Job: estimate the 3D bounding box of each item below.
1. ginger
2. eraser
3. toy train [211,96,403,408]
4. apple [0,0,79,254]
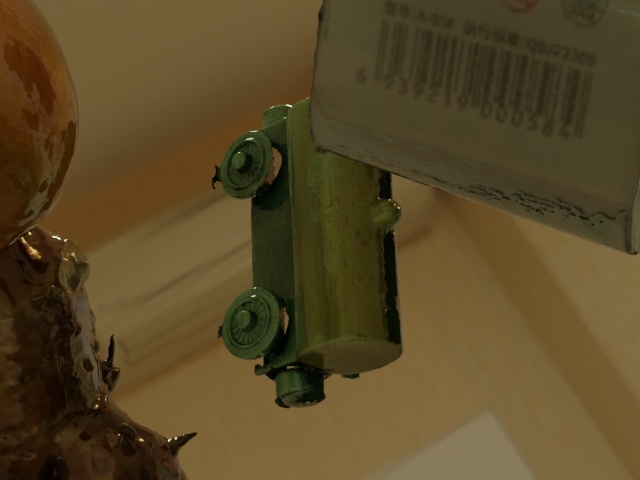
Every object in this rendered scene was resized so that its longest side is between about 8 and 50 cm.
[{"bbox_3d":[-0.253,0.161,1.710,0.254,0.418,0.176,-7,14,-3],"label":"ginger"},{"bbox_3d":[0.111,-0.104,1.067,0.081,0.227,0.174,-27,-49,-54],"label":"eraser"},{"bbox_3d":[0.006,0.002,1.624,0.189,0.308,0.126,-16,-28,27],"label":"toy train"},{"bbox_3d":[-0.303,-0.093,1.294,0.242,0.241,0.242,-12,-45,-13],"label":"apple"}]
